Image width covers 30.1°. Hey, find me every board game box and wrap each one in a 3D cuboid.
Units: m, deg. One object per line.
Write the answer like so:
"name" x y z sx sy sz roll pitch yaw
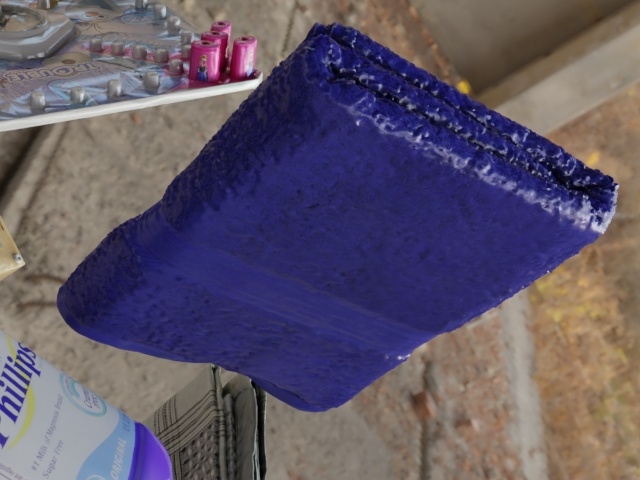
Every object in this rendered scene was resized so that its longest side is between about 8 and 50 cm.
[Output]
"board game box" -0.317 -0.223 1.204 0.390 0.050 0.390 -14 36 -32

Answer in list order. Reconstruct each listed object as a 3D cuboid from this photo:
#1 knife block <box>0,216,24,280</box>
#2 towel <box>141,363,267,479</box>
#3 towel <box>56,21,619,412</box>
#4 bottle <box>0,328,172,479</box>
"knife block" -0.583 0.037 1.816 0.276 0.242 0.088 62 27 2
"towel" -0.183 0.318 1.384 0.056 0.324 0.312 36 31 -30
"towel" 0.000 0.000 0.742 0.227 0.308 0.076 22 52 -27
"bottle" -0.211 0.085 0.635 0.283 0.092 0.118 39 20 -20
